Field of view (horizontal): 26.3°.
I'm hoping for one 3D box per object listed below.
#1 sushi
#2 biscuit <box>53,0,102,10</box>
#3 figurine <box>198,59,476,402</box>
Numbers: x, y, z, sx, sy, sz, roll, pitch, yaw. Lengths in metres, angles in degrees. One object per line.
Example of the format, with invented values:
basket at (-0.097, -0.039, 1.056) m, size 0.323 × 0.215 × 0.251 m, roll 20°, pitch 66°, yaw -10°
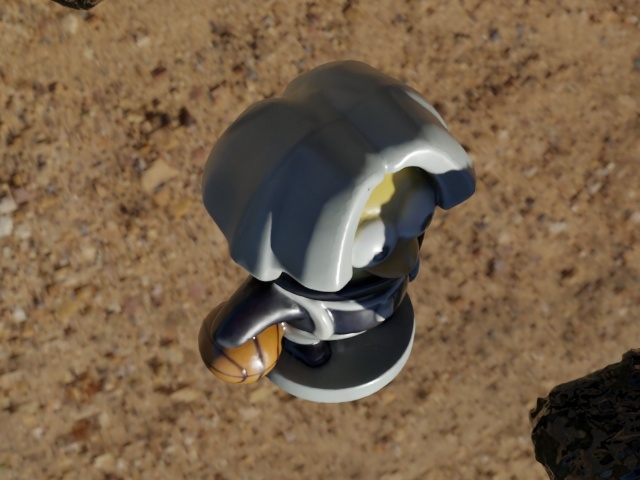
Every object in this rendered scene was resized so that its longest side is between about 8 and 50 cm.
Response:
sushi at (0.222, 0.146, 0.834) m, size 0.147 × 0.115 × 0.212 m, roll -37°, pitch 134°, yaw 19°
biscuit at (-0.223, -0.256, 0.894) m, size 0.049 × 0.273 × 0.257 m, roll -48°, pitch 111°, yaw -19°
figurine at (0.000, 0.000, 0.849) m, size 0.176 × 0.133 × 0.236 m, roll -36°, pitch 154°, yaw -26°
